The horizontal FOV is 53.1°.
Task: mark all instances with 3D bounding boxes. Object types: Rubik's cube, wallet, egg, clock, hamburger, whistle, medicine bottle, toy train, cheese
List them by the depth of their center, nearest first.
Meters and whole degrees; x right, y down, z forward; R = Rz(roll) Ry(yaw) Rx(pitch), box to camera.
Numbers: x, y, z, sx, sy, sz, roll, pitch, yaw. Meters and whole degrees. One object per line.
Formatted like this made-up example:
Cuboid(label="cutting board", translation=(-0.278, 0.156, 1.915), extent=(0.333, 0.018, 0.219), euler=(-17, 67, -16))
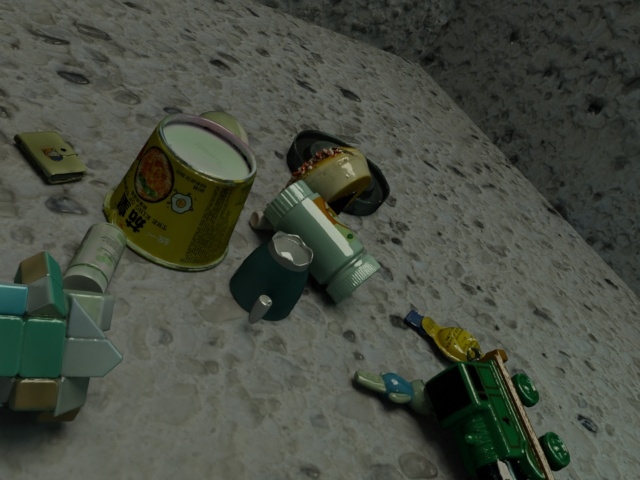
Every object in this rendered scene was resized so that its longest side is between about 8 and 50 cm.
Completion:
Cuboid(label="Rubik's cube", translation=(-0.441, 0.151, 1.004), extent=(0.212, 0.224, 0.266), euler=(9, 82, -35))
Cuboid(label="medicine bottle", translation=(-0.457, 0.045, 1.299), extent=(0.086, 0.086, 0.183), euler=(25, 32, -16))
Cuboid(label="toy train", translation=(0.395, 0.430, 1.459), extent=(0.249, 0.178, 0.429), euler=(16, 44, -38))
Cuboid(label="wallet", translation=(-0.634, -0.198, 1.514), extent=(0.155, 0.039, 0.110), euler=(46, 35, 19))
Cuboid(label="whistle", translation=(0.189, 0.353, 1.520), extent=(0.235, 0.077, 0.114), euler=(22, 17, -15))
Cuboid(label="medicine bottle", translation=(0.000, 0.000, 1.700), extent=(0.318, 0.158, 0.158), euler=(49, 32, 5))
Cuboid(label="medicine bottle", translation=(-0.148, -0.055, 1.778), extent=(0.089, 0.052, 0.052), euler=(5, 42, -42))
Cuboid(label="egg", translation=(-0.288, -0.254, 1.799), extent=(0.183, 0.183, 0.217), euler=(12, 47, -34))
Cuboid(label="cheese", translation=(0.353, 0.273, 1.804), extent=(0.250, 0.064, 0.156), euler=(33, 28, 15))
Cuboid(label="hamburger", translation=(0.013, -0.159, 1.854), extent=(0.227, 0.295, 0.151), euler=(-14, 66, -48))
Cuboid(label="clock", translation=(0.061, -0.235, 2.219), extent=(0.386, 0.076, 0.386), euler=(24, 32, -16))

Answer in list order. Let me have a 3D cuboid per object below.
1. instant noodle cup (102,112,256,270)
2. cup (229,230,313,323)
Cuboid(label="instant noodle cup", translation=(-0.312, -0.125, 1.518), extent=(0.325, 0.254, 0.326), euler=(25, 32, -17))
Cuboid(label="cup", translation=(-0.103, 0.076, 1.521), extent=(0.167, 0.173, 0.300), euler=(32, 30, -8))
